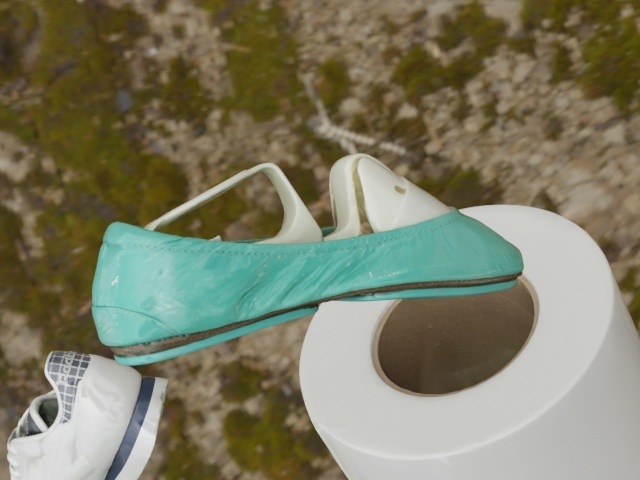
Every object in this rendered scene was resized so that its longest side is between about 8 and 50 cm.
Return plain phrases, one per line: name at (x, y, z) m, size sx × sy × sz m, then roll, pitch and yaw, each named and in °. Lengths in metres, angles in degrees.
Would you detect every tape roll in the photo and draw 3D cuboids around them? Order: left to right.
tape roll at (0.127, 0.116, 1.236) m, size 0.246 × 0.246 × 0.169 m, roll -8°, pitch 134°, yaw 26°

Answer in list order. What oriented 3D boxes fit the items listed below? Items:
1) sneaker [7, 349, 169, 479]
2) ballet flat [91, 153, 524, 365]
sneaker at (-0.194, 0.171, 1.230) m, size 0.095 × 0.090 × 0.235 m, roll 20°, pitch 124°, yaw -14°
ballet flat at (0.000, 0.000, 0.843) m, size 0.083 × 0.247 × 0.087 m, roll 5°, pitch 103°, yaw 63°
